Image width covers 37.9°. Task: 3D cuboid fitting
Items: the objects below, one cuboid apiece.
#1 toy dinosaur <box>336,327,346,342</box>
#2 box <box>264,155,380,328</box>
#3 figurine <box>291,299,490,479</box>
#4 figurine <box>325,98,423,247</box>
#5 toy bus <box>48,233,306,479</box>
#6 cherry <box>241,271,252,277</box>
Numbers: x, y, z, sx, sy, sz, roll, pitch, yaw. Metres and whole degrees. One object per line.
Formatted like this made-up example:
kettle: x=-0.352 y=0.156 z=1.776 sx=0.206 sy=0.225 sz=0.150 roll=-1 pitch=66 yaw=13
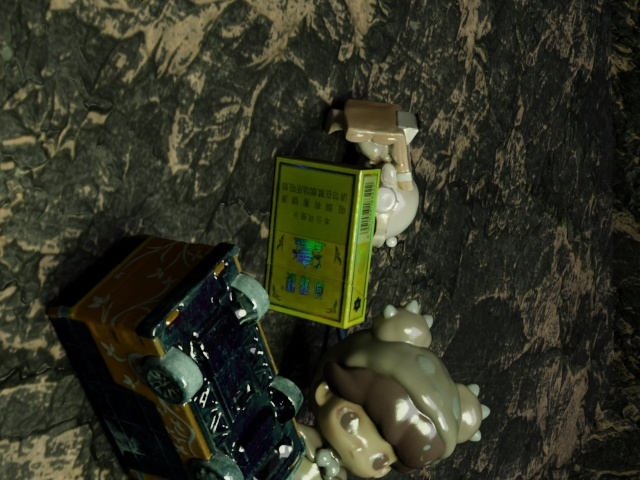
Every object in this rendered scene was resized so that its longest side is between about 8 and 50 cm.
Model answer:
toy dinosaur: x=0.050 y=0.258 z=1.524 sx=0.144 sy=0.076 sz=0.329 roll=-90 pitch=166 yaw=-51
box: x=0.000 y=0.000 z=1.289 sx=0.064 sy=0.141 sz=0.220 roll=-8 pitch=107 yaw=-58
figurine: x=0.042 y=0.272 z=1.324 sx=0.380 sy=0.203 sz=0.248 roll=-37 pitch=101 yaw=-4
figurine: x=0.080 y=-0.090 z=1.408 sx=0.162 sy=0.141 sz=0.237 roll=-93 pitch=-179 yaw=-53
toy bus: x=-0.150 y=0.163 z=1.050 sx=0.162 sy=0.194 sz=0.323 roll=-49 pitch=136 yaw=-40
cherry: x=-0.123 y=0.083 z=1.168 sx=0.106 sy=0.087 sz=0.126 roll=-20 pitch=115 yaw=-50
